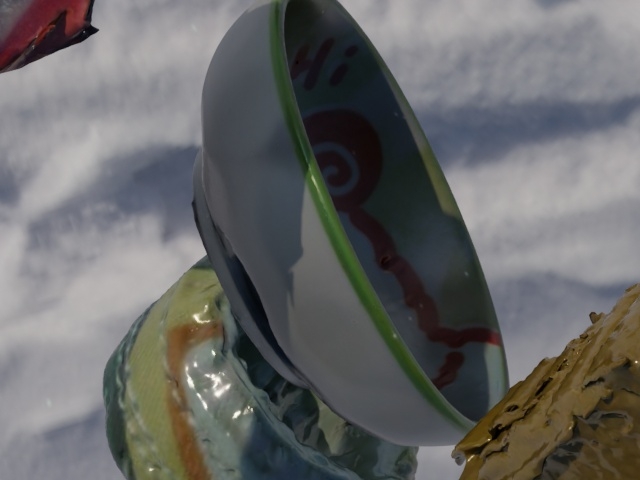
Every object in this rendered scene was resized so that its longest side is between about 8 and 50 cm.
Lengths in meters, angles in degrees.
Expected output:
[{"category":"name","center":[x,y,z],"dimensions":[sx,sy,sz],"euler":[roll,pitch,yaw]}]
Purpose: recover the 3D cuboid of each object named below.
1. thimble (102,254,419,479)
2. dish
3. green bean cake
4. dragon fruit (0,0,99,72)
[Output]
[{"category":"thimble","center":[-0.044,0.152,1.597],"dimensions":[0.167,0.254,0.288],"euler":[-39,87,36]},{"category":"dish","center":[0.000,0.000,1.196],"dimensions":[0.124,0.324,0.324],"euler":[-24,122,17]},{"category":"green bean cake","center":[0.204,0.136,0.965],"dimensions":[0.230,0.131,0.224],"euler":[41,142,1]},{"category":"dragon fruit","center":[-0.266,-0.178,0.860],"dimensions":[0.305,0.226,0.305],"euler":[-4,97,-35]}]
